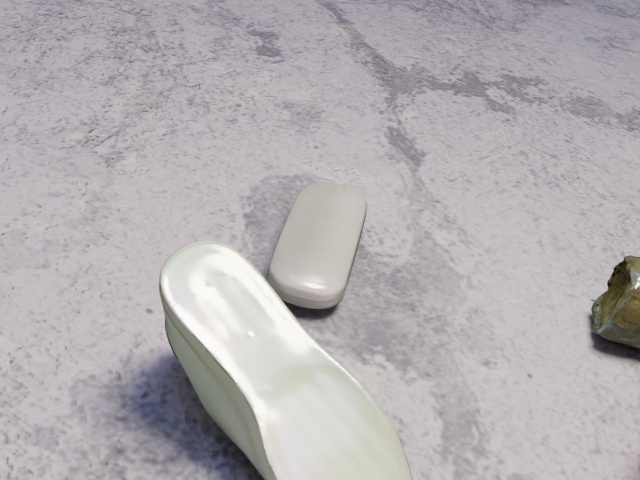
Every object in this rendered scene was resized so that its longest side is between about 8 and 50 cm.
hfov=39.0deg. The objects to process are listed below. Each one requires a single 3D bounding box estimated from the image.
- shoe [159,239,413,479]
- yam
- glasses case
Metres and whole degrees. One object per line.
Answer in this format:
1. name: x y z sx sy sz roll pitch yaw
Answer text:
1. shoe: -0.030 0.124 0.663 0.095 0.110 0.265 -29 76 -24
2. yam: 0.395 0.076 0.869 0.259 0.093 0.093 11 33 -2
3. glasses case: 0.000 0.000 0.888 0.076 0.049 0.197 14 33 3
